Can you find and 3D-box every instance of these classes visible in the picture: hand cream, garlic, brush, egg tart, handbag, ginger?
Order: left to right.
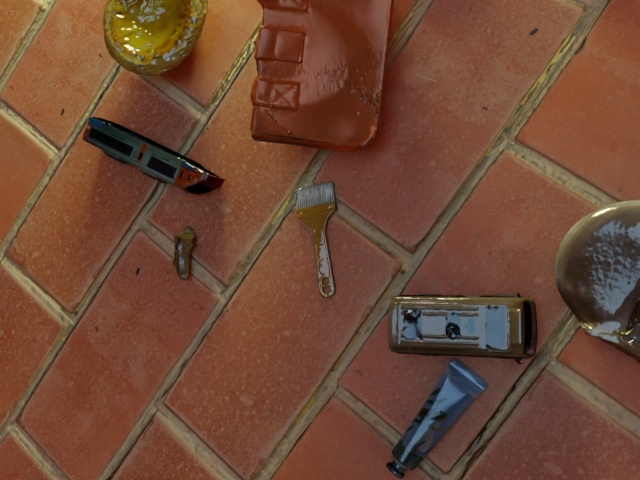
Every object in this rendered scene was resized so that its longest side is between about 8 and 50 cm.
[{"bbox_3d":[-0.412,-0.569,1.755,0.319,0.128,0.319,-2,83,18],"label":"egg tart"},{"bbox_3d":[-0.347,0.031,1.701,0.057,0.044,0.137,4,86,3],"label":"ginger"},{"bbox_3d":[-0.001,-0.411,1.500,0.303,0.116,0.410,6,97,-4],"label":"handbag"},{"bbox_3d":[0.000,0.000,1.588,0.103,0.013,0.272,-10,80,20],"label":"brush"},{"bbox_3d":[0.235,0.382,1.431,0.091,0.058,0.271,38,92,17],"label":"hand cream"},{"bbox_3d":[0.593,0.060,1.291,0.279,0.132,0.325,20,93,21],"label":"garlic"}]

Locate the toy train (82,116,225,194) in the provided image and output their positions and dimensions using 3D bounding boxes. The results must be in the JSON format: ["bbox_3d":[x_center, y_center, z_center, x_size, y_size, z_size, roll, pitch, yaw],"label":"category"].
[{"bbox_3d":[-0.432,-0.207,1.738,0.409,0.086,0.089,27,94,21],"label":"toy train"}]

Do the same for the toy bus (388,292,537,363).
[{"bbox_3d":[0.288,0.173,1.378,0.289,0.157,0.139,0,84,21],"label":"toy bus"}]
